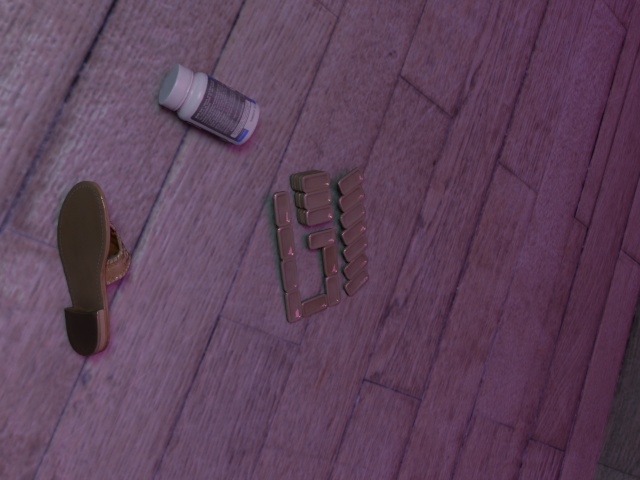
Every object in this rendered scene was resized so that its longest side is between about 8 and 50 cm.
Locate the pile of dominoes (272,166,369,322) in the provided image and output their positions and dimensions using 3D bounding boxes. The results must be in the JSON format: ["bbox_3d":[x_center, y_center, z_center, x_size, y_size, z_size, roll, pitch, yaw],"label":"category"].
[{"bbox_3d":[0.000,0.000,1.038,0.196,0.040,0.251,-16,110,-34],"label":"pile of dominoes"}]

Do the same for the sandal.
[{"bbox_3d":[-0.305,0.035,0.804,0.079,0.088,0.240,-16,111,-65],"label":"sandal"}]

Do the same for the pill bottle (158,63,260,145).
[{"bbox_3d":[-0.168,-0.205,0.870,0.137,0.078,0.078,23,79,-34],"label":"pill bottle"}]
